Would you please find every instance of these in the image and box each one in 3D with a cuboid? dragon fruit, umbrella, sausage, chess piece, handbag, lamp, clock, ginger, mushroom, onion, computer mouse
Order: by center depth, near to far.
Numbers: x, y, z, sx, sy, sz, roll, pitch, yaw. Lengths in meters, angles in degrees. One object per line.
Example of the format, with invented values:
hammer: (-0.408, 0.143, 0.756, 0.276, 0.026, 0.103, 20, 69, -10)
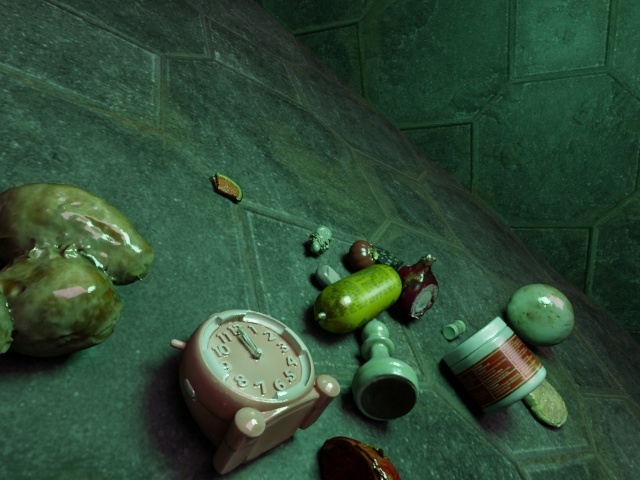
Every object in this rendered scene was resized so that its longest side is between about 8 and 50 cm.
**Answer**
ginger: (-0.385, 0.050, 0.596, 0.244, 0.155, 0.304, 26, 33, -27)
clock: (-0.128, 0.227, 0.693, 0.227, 0.142, 0.241, -3, 42, -50)
dragon fruit: (0.089, 0.392, 0.694, 0.120, 0.161, 0.127, 19, 48, -30)
chess piece: (0.136, 0.266, 0.955, 0.139, 0.139, 0.272, 33, 20, -13)
sausage: (0.101, 0.143, 1.041, 0.347, 0.123, 0.123, -18, 63, -50)
computer mouse: (0.020, 0.106, 1.092, 0.096, 0.039, 0.066, 46, 26, -28)
umbrella: (0.000, 0.000, 1.187, 0.143, 0.062, 0.067, -52, 123, -66)
onion: (0.271, 0.120, 1.218, 0.135, 0.198, 0.173, 24, 21, 37)
lamp: (0.124, 0.048, 1.234, 0.101, 0.090, 0.101, 40, 44, -55)
handbag: (0.184, 0.051, 1.317, 0.115, 0.072, 0.139, -2, 46, -47)
mushroom: (0.866, 0.296, 1.639, 0.243, 0.243, 0.244, 28, 33, -20)

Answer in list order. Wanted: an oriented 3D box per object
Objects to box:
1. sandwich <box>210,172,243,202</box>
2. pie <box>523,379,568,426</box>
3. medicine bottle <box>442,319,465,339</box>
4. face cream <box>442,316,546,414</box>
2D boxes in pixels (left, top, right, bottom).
sandwich: (-0.256, -0.145, 1.124, 0.101, 0.026, 0.069, 29, 36, -13)
pie: (0.712, 0.507, 1.334, 0.218, 0.052, 0.185, 40, 29, -5)
medicine bottle: (0.424, 0.283, 1.307, 0.083, 0.047, 0.047, -4, 52, -50)
face cream: (0.474, 0.343, 1.132, 0.201, 0.201, 0.187, -8, 55, -52)
